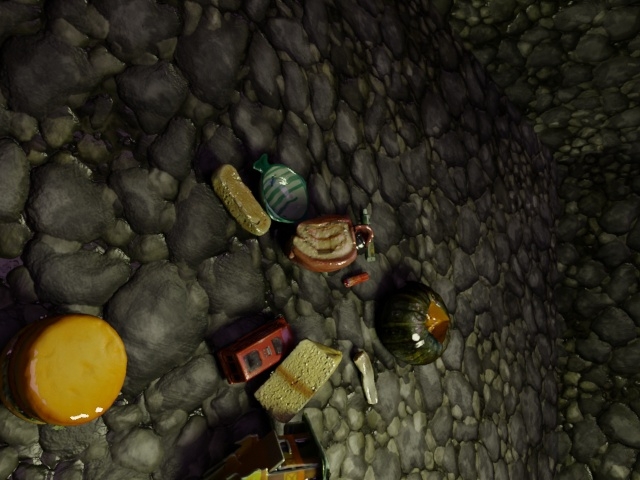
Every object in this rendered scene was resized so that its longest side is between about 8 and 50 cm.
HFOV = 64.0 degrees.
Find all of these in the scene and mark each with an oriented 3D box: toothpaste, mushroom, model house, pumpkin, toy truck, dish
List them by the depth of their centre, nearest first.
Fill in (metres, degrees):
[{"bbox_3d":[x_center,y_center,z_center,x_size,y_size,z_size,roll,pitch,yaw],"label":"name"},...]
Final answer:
[{"bbox_3d":[-0.158,0.673,1.341,0.313,0.242,0.357,0,107,-15],"label":"model house"},{"bbox_3d":[-0.162,0.309,1.464,0.253,0.114,0.107,-24,96,-45],"label":"toy truck"},{"bbox_3d":[-0.141,-0.151,1.629,0.246,0.078,0.224,52,44,-18],"label":"dish"},{"bbox_3d":[0.161,0.483,1.797,0.059,0.054,0.202,-26,103,-40],"label":"mushroom"},{"bbox_3d":[0.366,0.319,1.938,0.321,0.192,0.320,13,72,-45],"label":"pumpkin"},{"bbox_3d":[0.181,-0.021,1.959,0.049,0.032,0.204,-3,84,-45],"label":"toothpaste"}]

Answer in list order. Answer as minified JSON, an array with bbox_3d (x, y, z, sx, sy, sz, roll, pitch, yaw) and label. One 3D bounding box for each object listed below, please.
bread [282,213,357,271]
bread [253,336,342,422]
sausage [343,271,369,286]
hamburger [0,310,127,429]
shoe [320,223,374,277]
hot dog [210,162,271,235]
[{"bbox_3d":[0.002,0.012,1.635,0.244,0.123,0.190,-12,74,-15],"label":"bread"},{"bbox_3d":[-0.057,0.396,1.506,0.135,0.240,0.178,41,6,10],"label":"bread"},{"bbox_3d":[0.125,0.143,1.856,0.130,0.034,0.034,-13,89,-46],"label":"sausage"},{"bbox_3d":[-0.536,0.267,1.059,0.246,0.170,0.245,26,58,-52],"label":"hamburger"},{"bbox_3d":[0.096,0.030,1.782,0.291,0.137,0.114,-45,111,-41],"label":"shoe"},{"bbox_3d":[-0.243,-0.116,1.525,0.242,0.073,0.084,55,45,-21],"label":"hot dog"}]
